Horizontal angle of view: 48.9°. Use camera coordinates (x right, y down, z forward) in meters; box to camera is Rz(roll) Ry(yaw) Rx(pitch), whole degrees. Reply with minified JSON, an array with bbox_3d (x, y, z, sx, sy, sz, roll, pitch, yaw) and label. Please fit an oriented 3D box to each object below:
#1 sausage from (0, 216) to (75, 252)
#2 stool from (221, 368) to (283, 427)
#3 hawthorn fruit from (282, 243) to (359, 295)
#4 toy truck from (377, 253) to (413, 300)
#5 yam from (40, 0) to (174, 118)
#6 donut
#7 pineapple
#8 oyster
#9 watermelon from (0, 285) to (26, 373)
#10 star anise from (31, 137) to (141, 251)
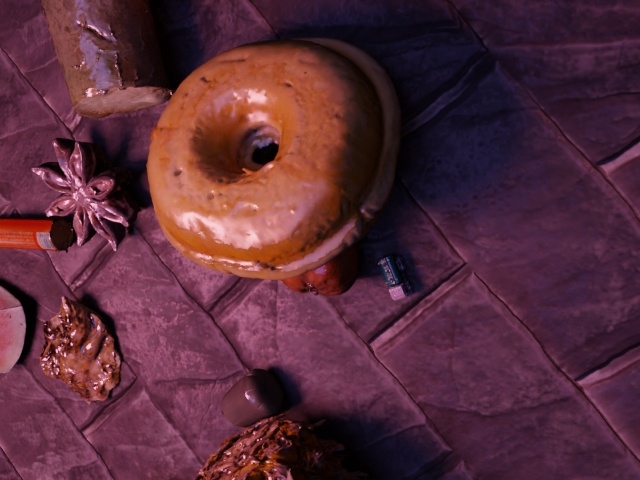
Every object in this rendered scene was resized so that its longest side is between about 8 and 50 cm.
[{"bbox_3d":[-0.664,-0.018,1.545,0.264,0.083,0.083,3,102,25],"label":"sausage"},{"bbox_3d":[-0.134,0.310,1.377,0.110,0.096,0.096,-39,84,29],"label":"stool"},{"bbox_3d":[0.008,0.017,1.242,0.149,0.149,0.189,27,71,16],"label":"hawthorn fruit"},{"bbox_3d":[0.130,0.064,1.235,0.039,0.044,0.083,-21,92,29],"label":"toy truck"},{"bbox_3d":[-0.396,-0.386,1.287,0.195,0.195,0.299,-11,98,25],"label":"yam"},{"bbox_3d":[-0.080,-0.142,1.141,0.449,0.198,0.448,-8,71,22],"label":"donut"},{"bbox_3d":[-0.068,0.491,1.259,0.353,0.352,0.300,-26,99,26],"label":"pineapple"},{"bbox_3d":[-0.533,0.252,1.547,0.223,0.083,0.214,45,117,1],"label":"oyster"},{"bbox_3d":[-0.809,0.198,1.587,0.262,0.201,0.212,16,115,16],"label":"watermelon"},{"bbox_3d":[-0.457,-0.104,1.421,0.223,0.109,0.235,10,122,29],"label":"star anise"}]
